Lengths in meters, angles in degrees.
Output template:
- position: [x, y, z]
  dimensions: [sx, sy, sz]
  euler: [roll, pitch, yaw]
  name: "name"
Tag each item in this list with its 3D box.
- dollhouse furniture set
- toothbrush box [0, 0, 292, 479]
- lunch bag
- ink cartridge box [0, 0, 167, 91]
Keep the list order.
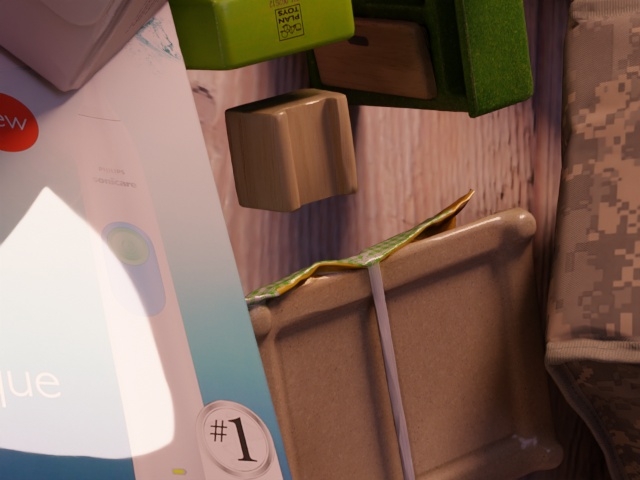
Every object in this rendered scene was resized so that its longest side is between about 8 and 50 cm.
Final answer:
- position: [0.000, 0.000, 0.955]
  dimensions: [0.197, 0.151, 0.301]
  euler: [-18, 108, -32]
  name: "dollhouse furniture set"
- position: [-0.156, 0.013, 0.740]
  dimensions: [0.216, 0.126, 0.295]
  euler: [7, 50, -30]
  name: "toothbrush box"
- position: [0.236, 0.032, 1.024]
  dimensions: [0.287, 0.169, 0.235]
  euler: [57, 35, -52]
  name: "lunch bag"
- position: [-0.089, -0.216, 0.769]
  dimensions: [0.171, 0.168, 0.233]
  euler: [36, 41, -2]
  name: "ink cartridge box"
